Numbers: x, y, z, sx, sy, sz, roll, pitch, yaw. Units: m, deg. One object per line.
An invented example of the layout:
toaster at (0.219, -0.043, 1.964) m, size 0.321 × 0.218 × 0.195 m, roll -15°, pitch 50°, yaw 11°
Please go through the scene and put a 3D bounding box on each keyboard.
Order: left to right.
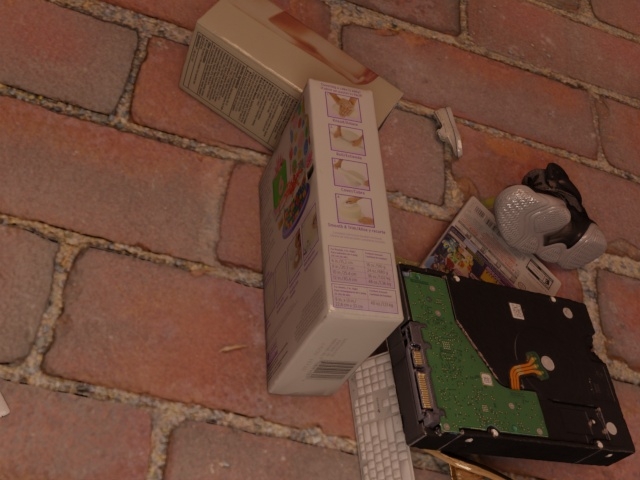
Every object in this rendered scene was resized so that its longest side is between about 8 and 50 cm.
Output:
keyboard at (0.080, 0.265, 1.017) m, size 0.014 × 0.072 × 0.256 m, roll 28°, pitch 45°, yaw -45°

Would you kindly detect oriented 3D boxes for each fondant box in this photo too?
fondant box at (0.000, 0.000, 1.042) m, size 0.096 × 0.238 × 0.330 m, roll 6°, pitch 58°, yaw -19°

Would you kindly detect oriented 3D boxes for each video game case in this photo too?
video game case at (0.256, 0.057, 1.231) m, size 0.201 × 0.023 × 0.183 m, roll 44°, pitch 53°, yaw -4°

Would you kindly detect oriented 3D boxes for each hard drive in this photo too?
hard drive at (0.244, 0.169, 1.087) m, size 0.338 × 0.064 × 0.237 m, roll 12°, pitch 50°, yaw -28°

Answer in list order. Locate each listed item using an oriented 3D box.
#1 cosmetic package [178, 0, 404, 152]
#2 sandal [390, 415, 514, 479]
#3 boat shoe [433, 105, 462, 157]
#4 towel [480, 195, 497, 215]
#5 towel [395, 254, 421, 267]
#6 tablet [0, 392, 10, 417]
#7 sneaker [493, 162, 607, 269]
cosmetic package at (-0.046, -0.225, 1.221) m, size 0.296 × 0.153 × 0.129 m, roll 36°, pitch 54°, yaw 0°
sandal at (0.182, 0.314, 1.039) m, size 0.240 × 0.088 × 0.079 m, roll 29°, pitch 84°, yaw 5°
boat shoe at (0.213, -0.180, 1.377) m, size 0.035 × 0.035 × 0.100 m, roll -13°, pitch 66°, yaw 1°
towel at (0.299, -0.035, 1.332) m, size 0.060 × 0.009 × 0.083 m, roll -16°, pitch 66°, yaw -29°
towel at (0.088, 0.060, 1.173) m, size 0.148 × 0.027 × 0.110 m, roll 19°, pitch 55°, yaw -11°
tablet at (-0.391, 0.170, 0.916) m, size 0.054 × 0.006 × 0.083 m, roll -24°, pitch 72°, yaw -33°
sneaker at (0.337, -0.057, 1.279) m, size 0.268 × 0.101 × 0.153 m, roll 24°, pitch 38°, yaw -42°
